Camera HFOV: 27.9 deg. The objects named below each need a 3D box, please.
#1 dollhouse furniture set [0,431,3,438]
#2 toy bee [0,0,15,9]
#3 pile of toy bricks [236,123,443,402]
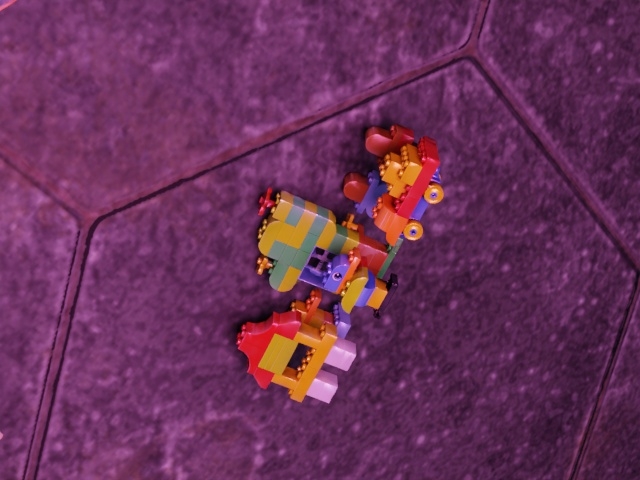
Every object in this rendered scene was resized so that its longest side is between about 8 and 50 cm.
[{"bbox_3d":[-0.374,0.138,0.726,0.303,0.174,0.355,-47,109,-10],"label":"dollhouse furniture set"},{"bbox_3d":[-0.214,-0.148,0.654,0.195,0.162,0.298,36,88,-40],"label":"toy bee"},{"bbox_3d":[0.000,0.000,0.927,0.105,0.118,0.212,22,115,-12],"label":"pile of toy bricks"}]
